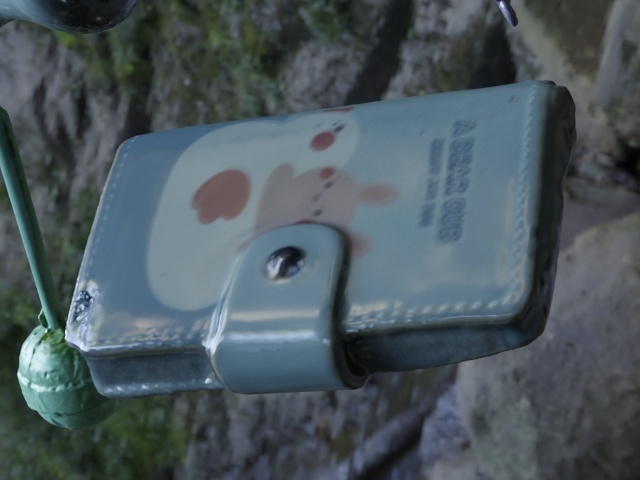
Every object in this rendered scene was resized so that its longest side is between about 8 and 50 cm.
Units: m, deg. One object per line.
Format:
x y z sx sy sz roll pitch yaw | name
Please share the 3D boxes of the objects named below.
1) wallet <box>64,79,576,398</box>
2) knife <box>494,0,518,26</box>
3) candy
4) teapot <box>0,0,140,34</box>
0.000 0.000 1.027 0.083 0.360 0.252 61 -149 -44 | wallet
0.096 -0.354 1.398 0.038 0.398 0.132 -30 47 14 | knife
-0.301 0.014 1.507 0.119 0.119 0.440 -101 -1 -61 | candy
-0.293 -0.253 1.362 0.251 0.183 0.183 -24 45 31 | teapot
